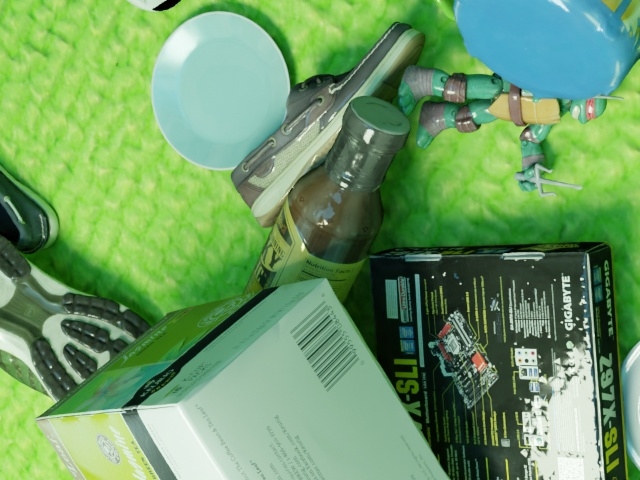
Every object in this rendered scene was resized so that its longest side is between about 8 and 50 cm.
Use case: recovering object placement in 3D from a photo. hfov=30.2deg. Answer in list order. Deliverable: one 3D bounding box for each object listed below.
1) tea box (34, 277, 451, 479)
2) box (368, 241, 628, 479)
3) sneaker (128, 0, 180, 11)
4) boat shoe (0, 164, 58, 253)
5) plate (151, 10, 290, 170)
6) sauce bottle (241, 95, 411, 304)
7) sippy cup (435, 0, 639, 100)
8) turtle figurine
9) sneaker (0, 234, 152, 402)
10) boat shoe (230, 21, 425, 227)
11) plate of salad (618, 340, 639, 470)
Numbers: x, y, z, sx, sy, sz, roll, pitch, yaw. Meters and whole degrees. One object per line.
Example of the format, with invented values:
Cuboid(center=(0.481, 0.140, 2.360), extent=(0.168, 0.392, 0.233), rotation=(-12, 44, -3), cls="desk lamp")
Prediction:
Cuboid(center=(-0.070, 0.246, 1.235), extent=(0.323, 0.220, 0.329), rotation=(-14, 111, 51), cls="tea box")
Cuboid(center=(0.190, 0.166, 1.278), extent=(0.257, 0.079, 0.322), rotation=(-2, 95, 34), cls="box")
Cuboid(center=(-0.285, -0.434, 1.427), extent=(0.236, 0.130, 0.323), rotation=(29, 152, 57), cls="sneaker")
Cuboid(center=(-0.460, -0.062, 1.554), extent=(0.254, 0.079, 0.095), rotation=(37, 109, 15), cls="boat shoe")
Cuboid(center=(-0.117, -0.178, 1.419), extent=(0.188, 0.024, 0.188), rotation=(3, 97, 24), cls="plate")
Cuboid(center=(0.000, 0.000, 1.302), extent=(0.111, 0.111, 0.344), rotation=(36, 122, 16), cls="sauce bottle")
Cuboid(center=(0.237, -0.257, 1.074), extent=(0.240, 0.305, 0.224), rotation=(29, 69, 3), cls="sippy cup")
Cuboid(center=(0.207, -0.133, 1.235), extent=(0.234, 0.118, 0.175), rotation=(6, 140, 25), cls="turtle figurine")
Cuboid(center=(-0.344, 0.136, 1.518), extent=(0.410, 0.158, 0.182), rotation=(37, 154, 2), cls="sneaker")
Cuboid(center=(0.001, -0.140, 1.326), extent=(0.092, 0.103, 0.285), rotation=(45, 112, 11), cls="boat shoe")
Cuboid(center=(0.401, 0.174, 1.217), extent=(0.199, 0.048, 0.200), rotation=(5, 101, 26), cls="plate of salad")
